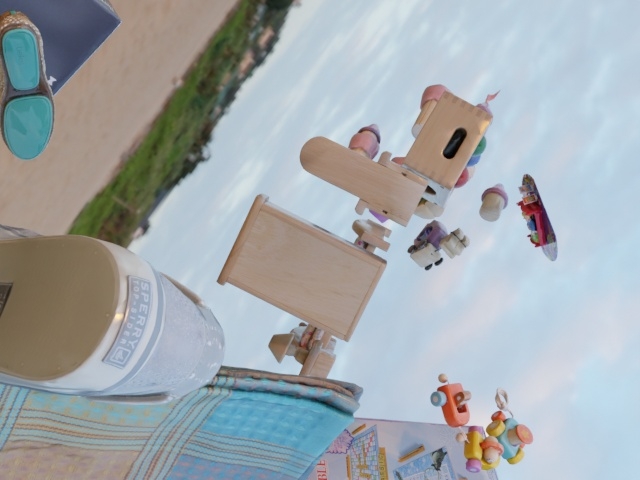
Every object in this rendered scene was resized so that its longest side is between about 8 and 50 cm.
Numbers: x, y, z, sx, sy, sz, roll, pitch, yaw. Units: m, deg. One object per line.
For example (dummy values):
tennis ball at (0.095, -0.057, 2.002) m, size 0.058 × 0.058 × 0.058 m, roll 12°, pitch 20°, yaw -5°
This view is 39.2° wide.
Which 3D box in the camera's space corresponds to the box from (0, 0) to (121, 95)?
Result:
box at (-0.505, -0.430, 1.411) m, size 0.183 × 0.296 × 0.294 m, roll -43°, pitch -133°, yaw 11°

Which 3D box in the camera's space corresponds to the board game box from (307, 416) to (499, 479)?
board game box at (0.112, 0.395, 1.267) m, size 0.319 × 0.318 × 0.066 m, roll -98°, pitch -160°, yaw -49°

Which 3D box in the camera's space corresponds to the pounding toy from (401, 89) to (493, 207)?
pounding toy at (0.177, -0.100, 1.374) m, size 0.181 × 0.094 × 0.206 m, roll -59°, pitch 173°, yaw -7°

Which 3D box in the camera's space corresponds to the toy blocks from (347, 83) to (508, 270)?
toy blocks at (0.246, -0.163, 1.863) m, size 0.288 × 0.309 × 0.260 m, roll -28°, pitch -156°, yaw 43°

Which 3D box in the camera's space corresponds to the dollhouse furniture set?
dollhouse furniture set at (0.000, 0.000, 1.209) m, size 0.303 × 0.174 × 0.355 m, roll -63°, pitch 179°, yaw 9°

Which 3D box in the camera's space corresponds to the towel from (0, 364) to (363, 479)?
towel at (-0.178, 0.194, 0.773) m, size 0.271 × 0.370 × 0.040 m, roll -58°, pitch -148°, yaw 32°

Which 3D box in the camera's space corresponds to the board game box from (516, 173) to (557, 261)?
board game box at (0.386, -0.037, 1.647) m, size 0.033 × 0.169 × 0.133 m, roll -17°, pitch 165°, yaw 0°

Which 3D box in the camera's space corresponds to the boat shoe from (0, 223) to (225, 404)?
boat shoe at (-0.135, 0.035, 0.412) m, size 0.227 × 0.081 × 0.079 m, roll 6°, pitch -109°, yaw 42°

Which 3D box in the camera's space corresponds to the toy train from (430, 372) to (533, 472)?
toy train at (0.213, 0.225, 1.135) m, size 0.046 × 0.166 × 0.125 m, roll -29°, pitch -117°, yaw 39°

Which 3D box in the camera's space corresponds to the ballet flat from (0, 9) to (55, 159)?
ballet flat at (-0.376, -0.199, 1.139) m, size 0.067 × 0.073 × 0.206 m, roll -117°, pitch -149°, yaw -41°
